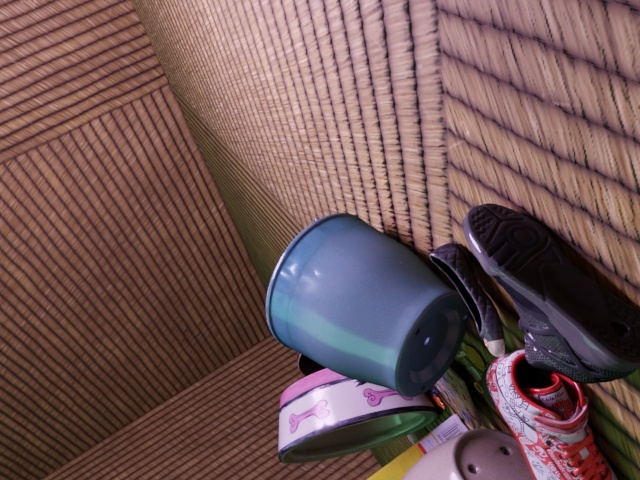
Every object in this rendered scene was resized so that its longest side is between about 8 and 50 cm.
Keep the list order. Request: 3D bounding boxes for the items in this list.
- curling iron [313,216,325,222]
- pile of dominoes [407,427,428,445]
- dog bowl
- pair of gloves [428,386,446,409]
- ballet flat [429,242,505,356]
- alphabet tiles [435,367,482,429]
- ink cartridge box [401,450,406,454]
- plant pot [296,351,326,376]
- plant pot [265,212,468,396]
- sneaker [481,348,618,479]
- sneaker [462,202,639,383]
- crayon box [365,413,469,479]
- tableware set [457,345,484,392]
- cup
[{"bbox_3d":[0.000,0.000,1.421,0.068,0.035,0.274,57,166,11],"label":"curling iron"},{"bbox_3d":[0.278,0.567,1.682,0.195,0.040,0.251,66,173,-18],"label":"pile of dominoes"},{"bbox_3d":[0.079,0.427,1.347,0.408,0.408,0.150,83,171,-60],"label":"dog bowl"},{"bbox_3d":[0.269,0.358,1.271,0.083,0.010,0.074,67,167,-18],"label":"pair of gloves"},{"bbox_3d":[0.208,0.084,0.749,0.057,0.049,0.173,91,157,-69],"label":"ballet flat"},{"bbox_3d":[0.250,0.273,1.104,0.198,0.009,0.237,65,172,-22],"label":"alphabet tiles"},{"bbox_3d":[0.327,0.688,1.356,0.395,0.151,0.270,71,178,-46],"label":"ink cartridge box"},{"bbox_3d":[0.006,0.296,1.755,0.230,0.216,0.215,-112,3,-49],"label":"plant pot"},{"bbox_3d":[0.093,0.122,0.902,0.255,0.272,0.271,27,149,40],"label":"plant pot"},{"bbox_3d":[0.320,0.265,0.699,0.270,0.090,0.145,57,169,22],"label":"sneaker"},{"bbox_3d":[0.233,0.064,0.585,0.227,0.087,0.130,47,157,25],"label":"sneaker"},{"bbox_3d":[0.233,0.556,1.159,0.202,0.319,0.081,52,165,32],"label":"crayon box"},{"bbox_3d":[0.255,0.206,0.960,0.154,0.024,0.104,57,166,13],"label":"tableware set"},{"bbox_3d":[0.282,0.471,0.920,0.331,0.331,0.236,44,134,48],"label":"cup"}]
